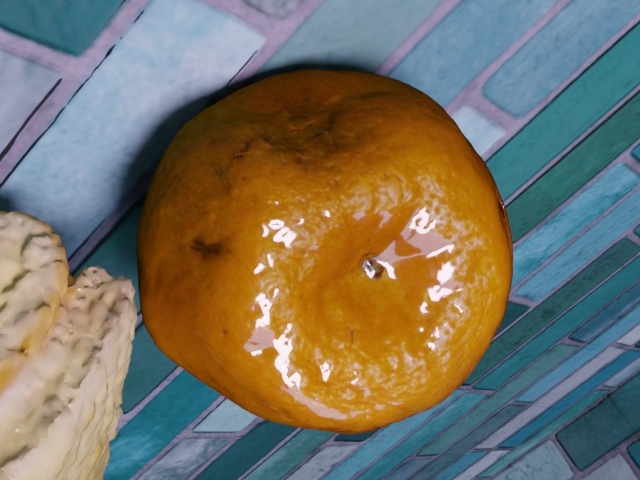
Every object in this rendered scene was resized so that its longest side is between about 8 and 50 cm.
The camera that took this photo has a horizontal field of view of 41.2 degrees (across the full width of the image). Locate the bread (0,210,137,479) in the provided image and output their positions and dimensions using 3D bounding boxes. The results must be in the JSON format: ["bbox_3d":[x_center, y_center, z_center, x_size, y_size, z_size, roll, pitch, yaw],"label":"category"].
[{"bbox_3d":[-0.243,0.176,0.547,0.375,0.165,0.237,-60,-178,46],"label":"bread"}]

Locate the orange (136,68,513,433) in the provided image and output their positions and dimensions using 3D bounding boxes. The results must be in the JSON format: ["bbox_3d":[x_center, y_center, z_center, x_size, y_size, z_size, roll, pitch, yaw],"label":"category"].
[{"bbox_3d":[0.000,0.000,0.574,0.248,0.183,0.249,-3,96,-25],"label":"orange"}]
